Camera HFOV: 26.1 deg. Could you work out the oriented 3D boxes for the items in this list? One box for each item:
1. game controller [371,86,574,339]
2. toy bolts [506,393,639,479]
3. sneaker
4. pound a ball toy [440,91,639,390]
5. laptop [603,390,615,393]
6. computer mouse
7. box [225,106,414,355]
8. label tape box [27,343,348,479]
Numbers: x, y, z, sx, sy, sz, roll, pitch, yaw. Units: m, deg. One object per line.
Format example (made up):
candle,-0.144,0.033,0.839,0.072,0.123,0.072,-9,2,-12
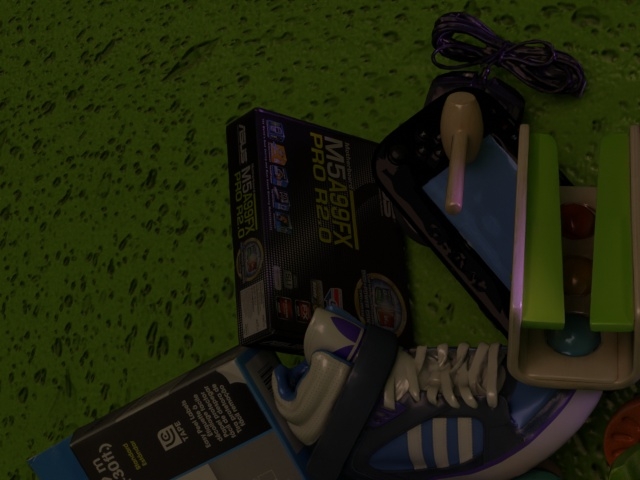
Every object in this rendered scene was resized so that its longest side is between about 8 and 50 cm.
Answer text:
game controller,0.203,-0.019,1.511,0.166,0.067,0.319,-40,76,0
toy bolts,0.294,0.274,1.408,0.229,0.158,0.218,-16,107,14
sneaker,0.098,0.143,1.419,0.323,0.236,0.130,-31,25,35
pound a ball toy,0.217,-0.003,1.393,0.208,0.135,0.319,1,44,9
laptop,0.469,-0.049,1.309,0.236,0.408,0.382,16,69,-5
computer mouse,0.176,-0.113,1.606,0.188,0.072,0.272,23,84,13
box,0.000,0.000,1.583,0.060,0.216,0.270,-26,60,44
label tape box,-0.158,0.297,1.575,0.348,0.115,0.249,-29,94,17
